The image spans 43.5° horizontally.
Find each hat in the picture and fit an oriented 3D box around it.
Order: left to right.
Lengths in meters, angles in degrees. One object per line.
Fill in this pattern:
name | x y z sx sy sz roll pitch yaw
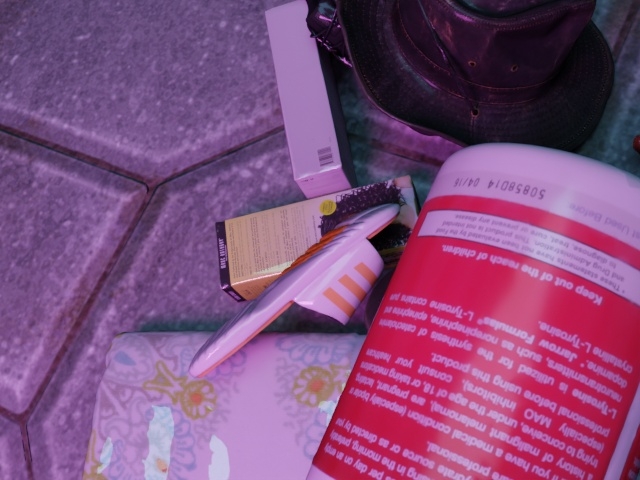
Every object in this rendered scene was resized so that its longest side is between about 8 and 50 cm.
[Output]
hat | 0.189 -0.246 0.839 0.331 0.134 0.331 6 67 -15

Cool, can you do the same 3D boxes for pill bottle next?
pill bottle | 0.127 0.149 0.626 0.229 0.229 0.408 20 78 23

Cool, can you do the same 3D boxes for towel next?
towel | -0.096 0.272 0.802 0.320 0.090 0.375 0 68 16

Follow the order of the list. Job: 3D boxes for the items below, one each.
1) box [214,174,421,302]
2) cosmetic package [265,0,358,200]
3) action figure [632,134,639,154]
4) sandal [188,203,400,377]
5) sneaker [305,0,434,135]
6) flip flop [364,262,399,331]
box | 0.000 0.000 0.904 0.232 0.058 0.087 -15 65 11
cosmetic package | -0.011 -0.159 0.953 0.060 0.099 0.239 -16 64 12
action figure | 0.452 -0.033 0.776 0.280 0.139 0.091 13 74 44
sandal | -0.013 0.064 0.811 0.265 0.102 0.076 -40 97 -4
sneaker | 0.052 -0.231 0.919 0.286 0.130 0.109 55 130 16
flip flop | 0.163 0.027 0.826 0.277 0.080 0.112 -40 39 -18
